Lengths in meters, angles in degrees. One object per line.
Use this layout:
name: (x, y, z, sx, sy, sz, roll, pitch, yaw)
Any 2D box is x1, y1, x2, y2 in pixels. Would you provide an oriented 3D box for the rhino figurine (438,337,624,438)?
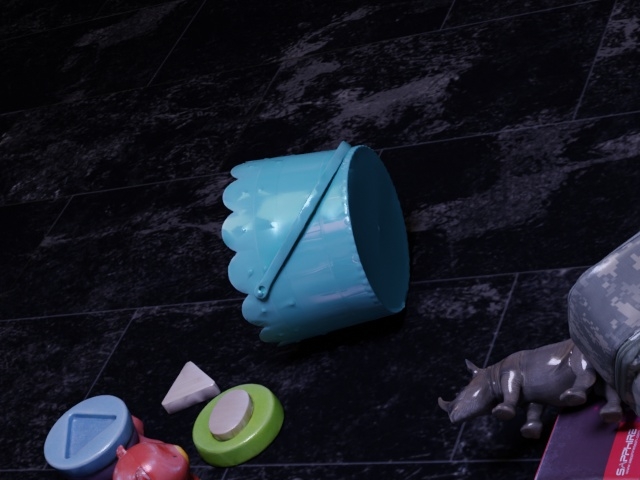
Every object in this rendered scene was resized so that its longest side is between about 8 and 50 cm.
rhino figurine: (0.234, 0.165, 1.685, 0.243, 0.073, 0.106, -15, 38, 37)

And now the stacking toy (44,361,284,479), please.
stacking toy: (-0.220, 0.251, 2.026, 0.279, 0.130, 0.309, -45, 36, -22)

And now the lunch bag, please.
lunch bag: (0.437, 0.083, 1.499, 0.305, 0.212, 0.256, -34, 68, -6)

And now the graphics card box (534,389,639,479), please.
graphics card box: (0.436, 0.203, 1.612, 0.371, 0.094, 0.233, -3, 41, 34)

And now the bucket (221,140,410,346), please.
bucket: (0.000, 0.000, 2.083, 0.183, 0.281, 0.281, -13, 36, 20)
